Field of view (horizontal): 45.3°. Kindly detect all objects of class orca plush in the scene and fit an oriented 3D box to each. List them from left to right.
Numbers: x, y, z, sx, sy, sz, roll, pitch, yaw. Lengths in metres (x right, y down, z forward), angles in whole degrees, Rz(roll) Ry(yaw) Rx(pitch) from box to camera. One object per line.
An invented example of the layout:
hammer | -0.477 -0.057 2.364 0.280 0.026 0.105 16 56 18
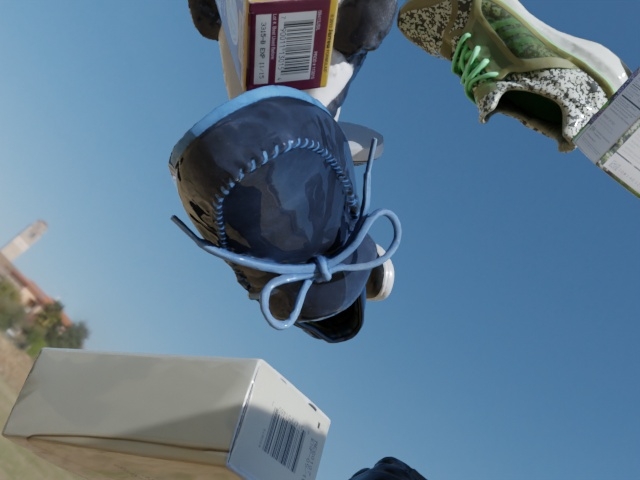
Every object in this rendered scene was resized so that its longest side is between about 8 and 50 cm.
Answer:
orca plush | -0.010 -0.197 0.537 0.151 0.102 0.287 -8 -88 26

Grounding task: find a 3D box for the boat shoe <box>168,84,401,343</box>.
boat shoe | 0.000 0.000 0.431 0.089 0.109 0.258 60 5 19

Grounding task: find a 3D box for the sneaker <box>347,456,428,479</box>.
sneaker | 0.044 0.254 0.612 0.102 0.146 0.293 30 -25 17

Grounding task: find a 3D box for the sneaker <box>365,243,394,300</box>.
sneaker | 0.004 0.026 1.061 0.217 0.121 0.079 37 -62 61

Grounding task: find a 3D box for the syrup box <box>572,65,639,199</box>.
syrup box | 0.444 -0.176 0.964 0.093 0.237 0.096 32 22 -17

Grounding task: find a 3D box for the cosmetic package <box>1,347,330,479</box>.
cosmetic package | -0.166 0.200 0.823 0.310 0.113 0.160 -4 -36 31

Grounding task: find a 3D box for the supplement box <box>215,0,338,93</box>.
supplement box | -0.024 -0.118 0.370 0.055 0.043 0.083 98 -21 -51

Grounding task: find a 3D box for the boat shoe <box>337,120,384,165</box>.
boat shoe | -0.040 -0.140 1.342 0.307 0.113 0.104 -1 -58 9

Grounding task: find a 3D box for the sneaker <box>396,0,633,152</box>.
sneaker | 0.275 -0.270 1.203 0.410 0.182 0.158 31 -31 22
